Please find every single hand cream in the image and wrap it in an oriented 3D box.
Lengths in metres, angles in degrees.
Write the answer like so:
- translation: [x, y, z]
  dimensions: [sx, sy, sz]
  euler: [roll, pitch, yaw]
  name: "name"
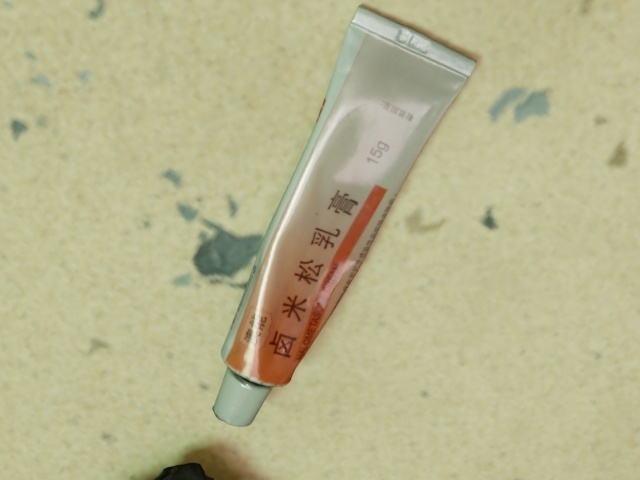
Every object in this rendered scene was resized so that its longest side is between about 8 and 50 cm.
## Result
- translation: [0.001, 0.000, 0.484]
  dimensions: [0.052, 0.038, 0.216]
  euler: [13, 113, -33]
  name: "hand cream"

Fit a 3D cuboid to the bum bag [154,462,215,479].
- translation: [-0.006, 0.266, 0.567]
  dimensions: [0.340, 0.095, 0.144]
  euler: [42, 93, -15]
  name: "bum bag"
